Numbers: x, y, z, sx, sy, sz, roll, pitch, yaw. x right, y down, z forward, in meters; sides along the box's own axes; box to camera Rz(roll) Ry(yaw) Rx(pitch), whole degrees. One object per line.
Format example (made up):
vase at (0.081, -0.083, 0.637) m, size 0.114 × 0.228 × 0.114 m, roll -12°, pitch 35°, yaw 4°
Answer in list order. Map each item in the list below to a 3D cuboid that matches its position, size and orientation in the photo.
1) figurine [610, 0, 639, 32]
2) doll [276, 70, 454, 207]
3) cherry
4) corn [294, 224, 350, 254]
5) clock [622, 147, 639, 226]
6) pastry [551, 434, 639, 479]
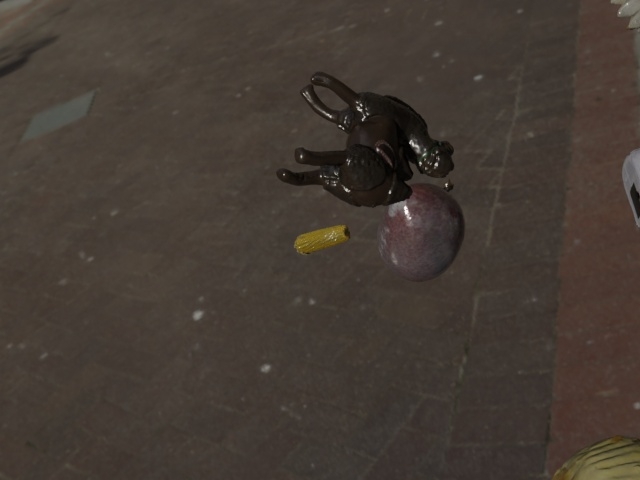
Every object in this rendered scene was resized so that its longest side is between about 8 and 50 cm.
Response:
figurine at (0.433, -0.277, 0.874) m, size 0.166 × 0.207 × 0.387 m, roll -30°, pitch 59°, yaw -26°
doll at (0.050, -0.086, 0.754) m, size 0.057 × 0.165 × 0.139 m, roll -49°, pitch 26°, yaw 49°
cherry at (0.140, -0.041, 1.072) m, size 0.115 × 0.148 × 0.188 m, roll 6°, pitch 60°, yaw 47°
corn at (0.000, 0.000, 1.053) m, size 0.083 × 0.028 × 0.027 m, roll -15°, pitch -3°, yaw 30°
clock at (0.569, -0.081, 1.340) m, size 0.117 × 0.080 × 0.176 m, roll -9°, pitch 62°, yaw 2°
pastry at (0.575, 0.548, 1.470) m, size 0.313 × 0.388 × 0.388 m, roll 3°, pitch 32°, yaw 2°
